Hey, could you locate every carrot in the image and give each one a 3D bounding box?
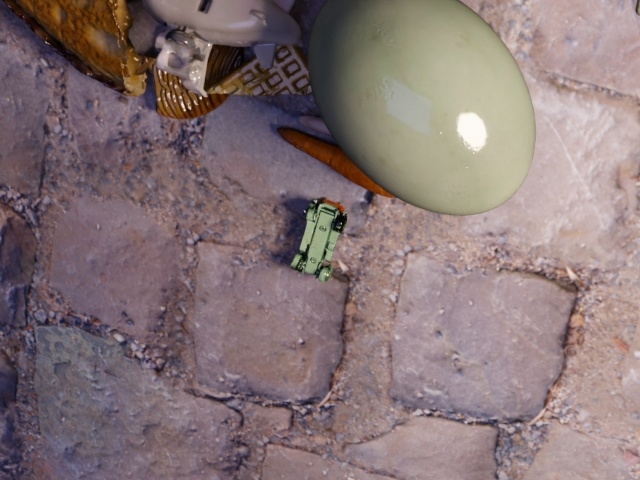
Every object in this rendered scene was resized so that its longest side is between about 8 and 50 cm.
[{"bbox_3d":[0.038,-0.128,1.754,0.256,0.061,0.061,21,119,15],"label":"carrot"}]

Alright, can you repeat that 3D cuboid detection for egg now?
[{"bbox_3d":[0.147,-0.207,1.547,0.276,0.276,0.389,-37,98,30],"label":"egg"}]

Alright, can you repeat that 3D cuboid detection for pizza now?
[{"bbox_3d":[-0.453,-0.464,1.733,0.391,0.080,0.435,22,135,23],"label":"pizza"}]

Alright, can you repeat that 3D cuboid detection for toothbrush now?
[{"bbox_3d":[0.105,-0.155,1.734,0.307,0.029,0.025,19,107,15],"label":"toothbrush"}]

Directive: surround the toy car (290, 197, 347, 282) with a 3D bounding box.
[{"bbox_3d":[0.000,0.000,1.826,0.073,0.054,0.143,20,120,9],"label":"toy car"}]

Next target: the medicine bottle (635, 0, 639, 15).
[{"bbox_3d":[0.587,-0.331,1.394,0.322,0.151,0.151,14,117,14],"label":"medicine bottle"}]

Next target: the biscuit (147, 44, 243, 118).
[{"bbox_3d":[-0.212,-0.305,1.781,0.176,0.031,0.229,12,117,14],"label":"biscuit"}]

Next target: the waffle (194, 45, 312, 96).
[{"bbox_3d":[-0.097,-0.238,1.747,0.191,0.032,0.125,-33,101,18],"label":"waffle"}]

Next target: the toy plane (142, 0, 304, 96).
[{"bbox_3d":[-0.154,-0.355,1.656,0.266,0.122,0.267,-1,83,9],"label":"toy plane"}]
